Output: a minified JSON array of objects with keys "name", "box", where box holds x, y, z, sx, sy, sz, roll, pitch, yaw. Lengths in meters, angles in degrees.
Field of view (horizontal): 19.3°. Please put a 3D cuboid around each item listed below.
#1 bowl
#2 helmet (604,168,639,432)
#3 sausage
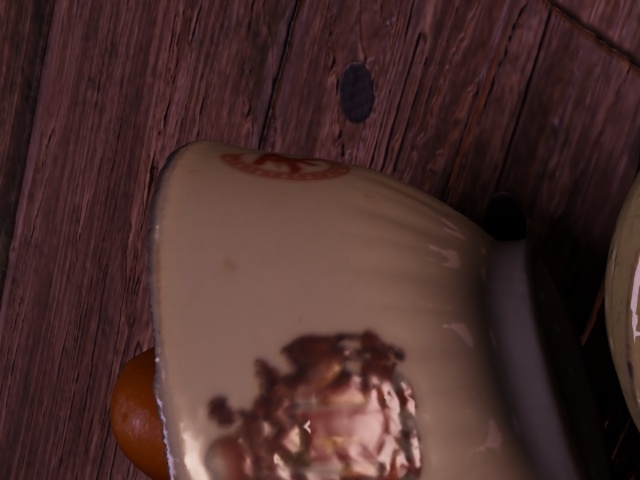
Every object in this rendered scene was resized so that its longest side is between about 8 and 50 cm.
[{"name":"bowl","box":[0.053,0.090,0.932,0.157,0.337,0.337,-16,79,14]},{"name":"helmet","box":[0.183,0.008,0.760,0.204,0.137,0.258,-18,72,53]},{"name":"sausage","box":[-0.060,0.129,1.210,0.238,0.098,0.098,20,112,52]}]
